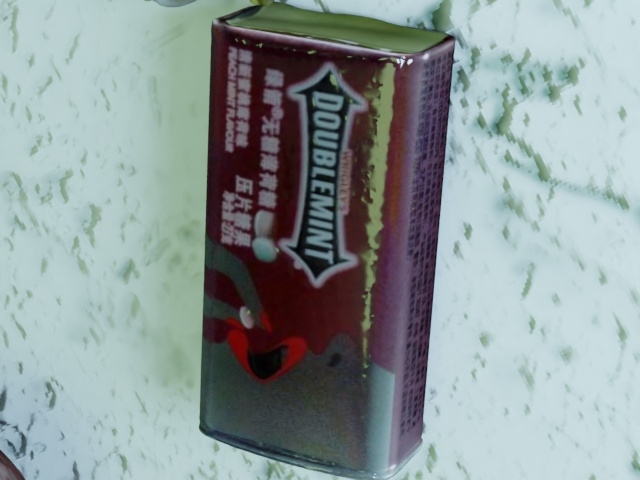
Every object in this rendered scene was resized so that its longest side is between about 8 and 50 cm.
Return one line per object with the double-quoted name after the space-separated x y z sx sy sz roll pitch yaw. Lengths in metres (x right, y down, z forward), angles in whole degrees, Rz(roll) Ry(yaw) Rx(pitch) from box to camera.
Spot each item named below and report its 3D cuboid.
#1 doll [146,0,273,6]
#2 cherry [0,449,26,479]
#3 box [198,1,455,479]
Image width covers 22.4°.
-0.105 -0.175 0.800 0.207 0.081 0.129 30 151 21 "doll"
-0.287 0.212 0.953 0.261 0.221 0.307 43 109 -13 "cherry"
0.000 0.000 0.815 0.120 0.069 0.224 14 112 23 "box"
